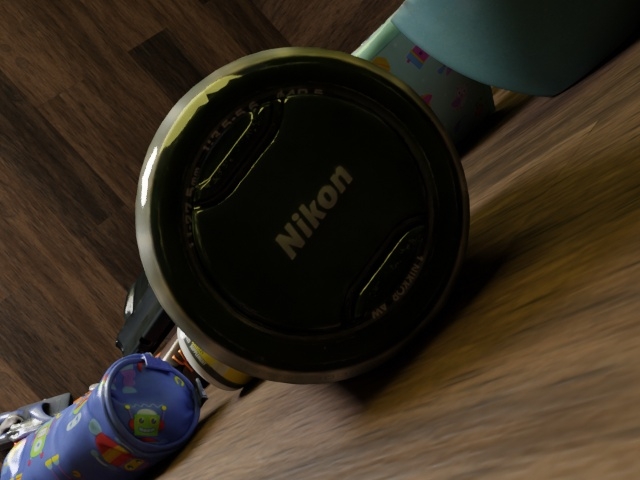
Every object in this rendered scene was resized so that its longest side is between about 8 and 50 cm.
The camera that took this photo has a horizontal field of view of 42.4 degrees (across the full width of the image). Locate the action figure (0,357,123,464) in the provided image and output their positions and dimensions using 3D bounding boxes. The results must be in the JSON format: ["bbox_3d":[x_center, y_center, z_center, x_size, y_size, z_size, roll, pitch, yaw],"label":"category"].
[{"bbox_3d":[-0.388,0.323,1.395,0.341,0.179,0.330,-15,15,5],"label":"action figure"}]

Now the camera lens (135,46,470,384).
[{"bbox_3d":[-0.023,-0.014,0.635,0.219,0.219,0.274,-43,5,-7],"label":"camera lens"}]

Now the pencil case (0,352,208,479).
[{"bbox_3d":[-0.263,0.235,0.969,0.306,0.119,0.133,-39,35,37],"label":"pencil case"}]

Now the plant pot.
[{"bbox_3d":[0.252,-0.282,0.950,0.290,0.195,0.290,-42,4,4],"label":"plant pot"}]

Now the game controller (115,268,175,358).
[{"bbox_3d":[-0.251,0.078,1.303,0.319,0.067,0.167,-47,29,48],"label":"game controller"}]

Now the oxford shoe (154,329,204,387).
[{"bbox_3d":[-0.171,0.156,1.188,0.271,0.097,0.098,-52,6,16],"label":"oxford shoe"}]

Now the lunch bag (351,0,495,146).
[{"bbox_3d":[0.117,-0.222,1.188,0.223,0.160,0.262,-44,-32,-6],"label":"lunch bag"}]

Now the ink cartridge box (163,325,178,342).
[{"bbox_3d":[-0.179,0.007,1.388,0.307,0.129,0.223,-55,32,42],"label":"ink cartridge box"}]

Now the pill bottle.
[{"bbox_3d":[-0.058,0.070,0.889,0.184,0.103,0.103,-42,4,15],"label":"pill bottle"}]
